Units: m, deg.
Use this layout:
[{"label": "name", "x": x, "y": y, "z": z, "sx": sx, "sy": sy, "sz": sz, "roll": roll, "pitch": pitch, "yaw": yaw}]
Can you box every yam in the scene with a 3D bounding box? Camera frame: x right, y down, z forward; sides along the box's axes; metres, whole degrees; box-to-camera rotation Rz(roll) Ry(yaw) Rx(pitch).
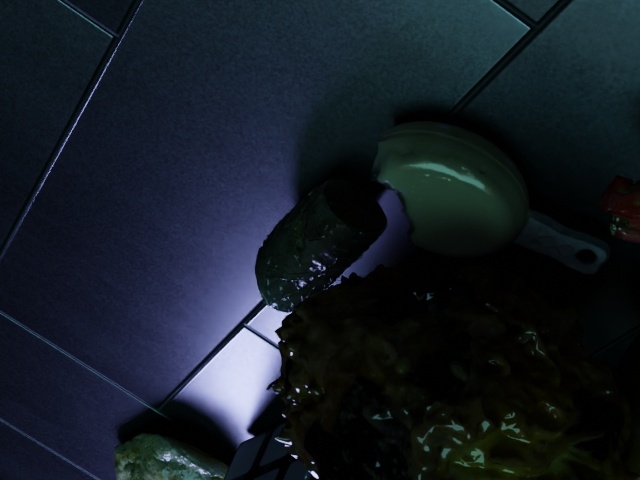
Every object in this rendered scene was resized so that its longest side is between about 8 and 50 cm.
[{"label": "yam", "x": 0.000, "y": 0.000, "z": 1.285, "sx": 0.107, "sy": 0.107, "sz": 0.183, "roll": 36, "pitch": 138, "yaw": -11}]

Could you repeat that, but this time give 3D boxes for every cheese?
[{"label": "cheese", "x": 0.180, "y": -0.042, "z": 1.169, "sx": 0.249, "sy": 0.070, "sz": 0.163, "roll": 11, "pitch": 139, "yaw": 18}]

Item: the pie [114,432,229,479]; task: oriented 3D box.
[{"label": "pie", "x": -0.240, "y": 0.397, "z": 1.849, "sx": 0.201, "sy": 0.090, "sz": 0.248, "roll": 37, "pitch": 143, "yaw": -17}]

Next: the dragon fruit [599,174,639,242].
[{"label": "dragon fruit", "x": 0.386, "y": -0.032, "z": 0.980, "sx": 0.268, "sy": 0.210, "sz": 0.205, "roll": -6, "pitch": 90, "yaw": 30}]

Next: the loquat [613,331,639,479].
[{"label": "loquat", "x": 0.436, "y": 0.183, "z": 1.120, "sx": 0.276, "sy": 0.276, "sz": 0.284, "roll": 39, "pitch": 138, "yaw": -15}]

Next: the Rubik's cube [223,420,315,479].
[{"label": "Rubik's cube", "x": 0.020, "y": 0.446, "z": 1.601, "sx": 0.305, "sy": 0.301, "sz": 0.304, "roll": 42, "pitch": 137, "yaw": -16}]

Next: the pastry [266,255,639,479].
[{"label": "pastry", "x": 0.120, "y": 0.163, "z": 1.164, "sx": 0.338, "sy": 0.405, "sz": 0.292, "roll": 1, "pitch": 109, "yaw": -9}]
